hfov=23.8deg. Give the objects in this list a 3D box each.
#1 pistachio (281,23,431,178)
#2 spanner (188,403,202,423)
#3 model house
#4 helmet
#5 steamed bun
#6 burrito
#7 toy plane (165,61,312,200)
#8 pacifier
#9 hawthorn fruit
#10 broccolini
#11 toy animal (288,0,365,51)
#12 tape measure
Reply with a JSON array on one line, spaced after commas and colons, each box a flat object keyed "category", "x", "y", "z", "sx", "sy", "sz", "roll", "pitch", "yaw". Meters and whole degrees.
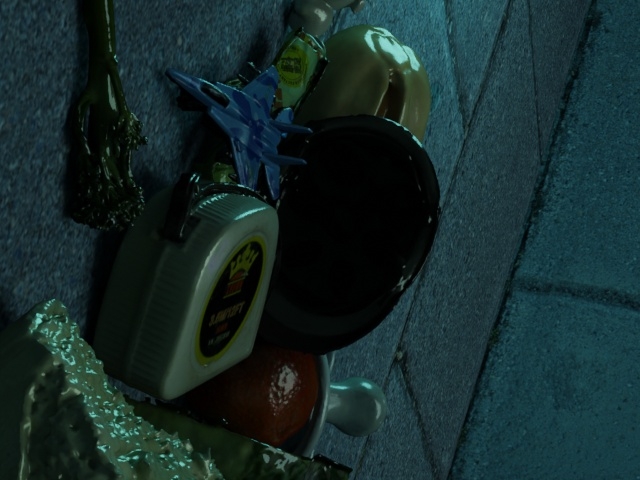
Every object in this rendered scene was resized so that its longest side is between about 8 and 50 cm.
[{"category": "pistachio", "x": 0.038, "y": -0.143, "z": 2.027, "sx": 0.299, "sy": 0.187, "sz": 0.187, "roll": -69, "pitch": 164, "yaw": 3}, {"category": "spanner", "x": -0.151, "y": 0.291, "z": 1.987, "sx": 0.254, "sy": 0.015, "sz": 0.054, "roll": 81, "pitch": 29, "yaw": -52}, {"category": "model house", "x": -0.137, "y": 0.321, "z": 1.628, "sx": 0.266, "sy": 0.261, "sz": 0.321, "roll": -70, "pitch": 157, "yaw": -9}, {"category": "helmet", "x": 0.020, "y": -0.011, "z": 1.864, "sx": 0.305, "sy": 0.225, "sz": 0.177, "roll": -55, "pitch": 177, "yaw": 6}, {"category": "steamed bun", "x": -0.229, "y": 0.198, "z": 1.319, "sx": 0.272, "sy": 0.273, "sz": 0.290, "roll": 62, "pitch": 1, "yaw": 20}, {"category": "burrito", "x": -0.079, "y": -0.157, "z": 1.803, "sx": 0.104, "sy": 0.054, "sz": 0.288, "roll": 52, "pitch": 55, "yaw": -33}, {"category": "toy plane", "x": -0.103, "y": -0.137, "z": 1.680, "sx": 0.246, "sy": 0.078, "sz": 0.169, "roll": 27, "pitch": 68, "yaw": -48}, {"category": "pacifier", "x": -0.003, "y": 0.214, "z": 2.044, "sx": 0.226, "sy": 0.238, "sz": 0.287, "roll": 10, "pitch": 88, "yaw": -32}, {"category": "hawthorn fruit", "x": -0.070, "y": 0.236, "z": 1.887, "sx": 0.165, "sy": 0.165, "sz": 0.285, "roll": -47, "pitch": 126, "yaw": -60}, {"category": "broccolini", "x": -0.189, "y": -0.184, "z": 1.389, "sx": 0.079, "sy": 0.074, "sz": 0.392, "roll": -65, "pitch": 162, "yaw": -58}, {"category": "toy animal", "x": -0.002, "y": -0.297, "z": 1.947, "sx": 0.124, "sy": 0.085, "sz": 0.071, "roll": -48, "pitch": -164, "yaw": 1}, {"category": "tape measure", "x": -0.133, "y": 0.031, "z": 1.648, "sx": 0.271, "sy": 0.133, "sz": 0.231, "roll": -18, "pitch": 128, "yaw": -66}]
